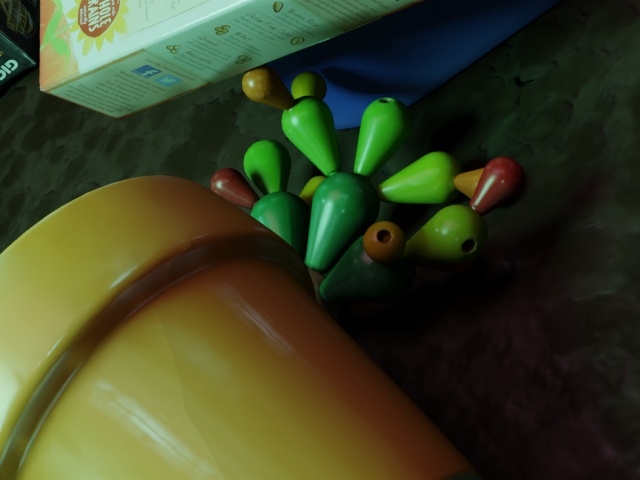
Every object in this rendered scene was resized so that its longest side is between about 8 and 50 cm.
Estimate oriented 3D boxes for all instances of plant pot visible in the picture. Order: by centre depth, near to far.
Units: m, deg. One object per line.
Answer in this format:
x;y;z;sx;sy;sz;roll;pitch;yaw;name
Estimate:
-0.039;0.103;0.548;0.188;0.205;0.205;31;81;30;plant pot

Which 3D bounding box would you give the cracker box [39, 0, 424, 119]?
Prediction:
-0.050;-0.173;0.679;0.232;0.067;0.155;-15;69;35;cracker box

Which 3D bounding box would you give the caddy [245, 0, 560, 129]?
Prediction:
0.039;-0.233;0.782;0.341;0.179;0.241;-35;37;19;caddy

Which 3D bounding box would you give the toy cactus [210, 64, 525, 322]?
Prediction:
0.000;0.000;0.692;0.219;0.112;0.180;23;85;44;toy cactus

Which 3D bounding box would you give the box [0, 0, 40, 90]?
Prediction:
-0.405;-0.203;1.303;0.293;0.073;0.295;-32;40;20;box
